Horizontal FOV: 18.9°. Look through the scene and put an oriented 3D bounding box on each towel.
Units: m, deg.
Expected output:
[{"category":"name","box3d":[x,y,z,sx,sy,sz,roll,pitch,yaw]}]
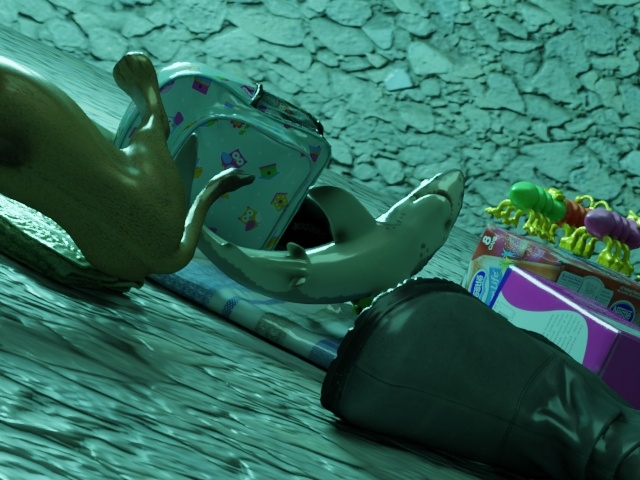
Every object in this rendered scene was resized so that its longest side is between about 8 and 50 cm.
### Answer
[{"category":"towel","box3d":[-0.209,-0.002,1.422,0.148,0.027,0.110,27,5,26]},{"category":"towel","box3d":[-0.051,0.047,1.620,0.285,0.034,0.209,26,7,15]}]

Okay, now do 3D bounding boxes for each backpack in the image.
[{"category":"backpack","box3d":[-0.102,-0.075,1.809,0.188,0.166,0.144,31,14,-7]}]

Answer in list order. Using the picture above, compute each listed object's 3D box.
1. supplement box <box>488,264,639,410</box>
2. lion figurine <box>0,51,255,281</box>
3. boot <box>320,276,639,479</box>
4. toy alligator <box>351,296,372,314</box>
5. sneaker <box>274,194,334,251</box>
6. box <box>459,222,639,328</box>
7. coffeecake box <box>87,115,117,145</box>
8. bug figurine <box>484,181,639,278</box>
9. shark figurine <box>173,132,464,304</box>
[{"category":"supplement box","box3d":[0.245,0.118,1.810,0.114,0.111,0.220,23,7,-25]},{"category":"lion figurine","box3d":[-0.197,-0.063,1.318,0.392,0.142,0.240,23,26,-24]},{"category":"boot","box3d":[0.168,0.135,1.366,0.222,0.118,0.338,35,15,35]},{"category":"toy alligator","box3d":[0.045,0.045,1.651,0.051,0.056,0.190,-11,22,8]},{"category":"sneaker","box3d":[-0.066,-0.039,2.113,0.234,0.078,0.106,26,3,-8]},{"category":"box","box3d":[0.276,0.082,2.188,0.122,0.128,0.257,30,8,41]},{"category":"coffeecake box","box3d":[-0.301,-0.123,1.842,0.185,0.068,0.142,28,-3,27]},{"category":"bug figurine","box3d":[0.331,-0.009,2.242,0.216,0.072,0.279,19,5,-44]},{"category":"shark figurine","box3d":[-0.023,0.015,1.570,0.278,0.166,0.116,5,-11,-16]}]
